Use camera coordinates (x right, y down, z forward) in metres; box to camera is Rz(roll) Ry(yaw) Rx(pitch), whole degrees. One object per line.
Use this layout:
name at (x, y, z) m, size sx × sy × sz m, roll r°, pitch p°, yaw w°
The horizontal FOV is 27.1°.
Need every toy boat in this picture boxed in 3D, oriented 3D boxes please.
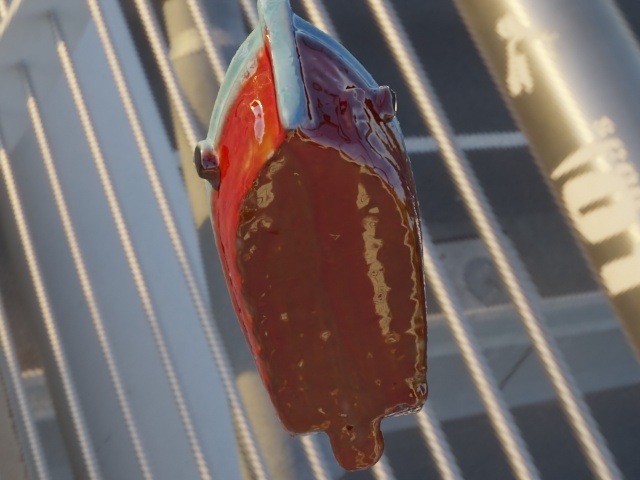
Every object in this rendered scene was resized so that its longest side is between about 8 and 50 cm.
toy boat at (0.000, 0.000, 0.447) m, size 0.069 × 0.173 × 0.058 m, roll -12°, pitch 38°, yaw 0°
